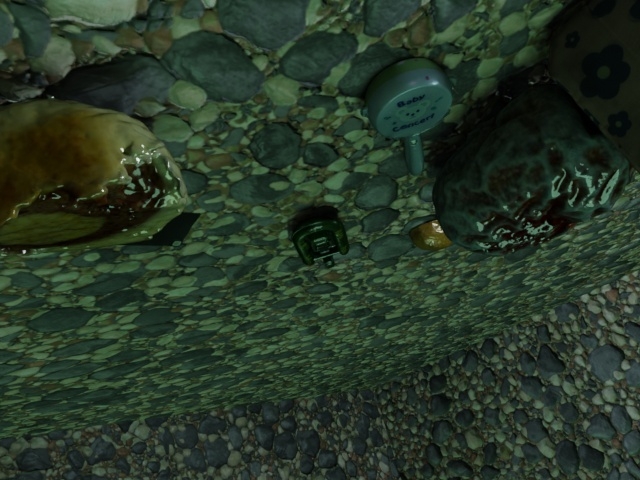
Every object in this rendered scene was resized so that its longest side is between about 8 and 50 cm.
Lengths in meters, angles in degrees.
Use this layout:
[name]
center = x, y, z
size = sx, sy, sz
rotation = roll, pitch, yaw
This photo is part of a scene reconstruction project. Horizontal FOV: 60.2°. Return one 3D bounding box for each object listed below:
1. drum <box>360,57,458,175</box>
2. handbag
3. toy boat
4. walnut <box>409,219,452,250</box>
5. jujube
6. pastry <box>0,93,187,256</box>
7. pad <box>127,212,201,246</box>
[drum]
center = 0.114, -0.158, 0.800
size = 0.130, 0.049, 0.253
rotation = -13, 156, -9
[handbag]
center = 0.440, -0.206, 0.674
size = 0.193, 0.251, 0.190
rotation = -9, 149, -39
[toy boat]
center = 0.000, 0.000, 1.068
size = 0.104, 0.052, 0.210
rotation = -15, 157, 2
[walnut]
center = 0.256, -0.004, 1.222
size = 0.121, 0.052, 0.091
rotation = -3, 156, -23
[jujube]
center = 0.320, -0.099, 0.857
size = 0.226, 0.226, 0.317
rotation = -1, 154, -31
[pastry]
center = -0.288, -0.071, 0.612
size = 0.256, 0.170, 0.237
rotation = -17, 176, -9
[pad]
center = -0.304, -0.019, 0.896
size = 0.193, 0.004, 0.116
rotation = 3, 149, -35
